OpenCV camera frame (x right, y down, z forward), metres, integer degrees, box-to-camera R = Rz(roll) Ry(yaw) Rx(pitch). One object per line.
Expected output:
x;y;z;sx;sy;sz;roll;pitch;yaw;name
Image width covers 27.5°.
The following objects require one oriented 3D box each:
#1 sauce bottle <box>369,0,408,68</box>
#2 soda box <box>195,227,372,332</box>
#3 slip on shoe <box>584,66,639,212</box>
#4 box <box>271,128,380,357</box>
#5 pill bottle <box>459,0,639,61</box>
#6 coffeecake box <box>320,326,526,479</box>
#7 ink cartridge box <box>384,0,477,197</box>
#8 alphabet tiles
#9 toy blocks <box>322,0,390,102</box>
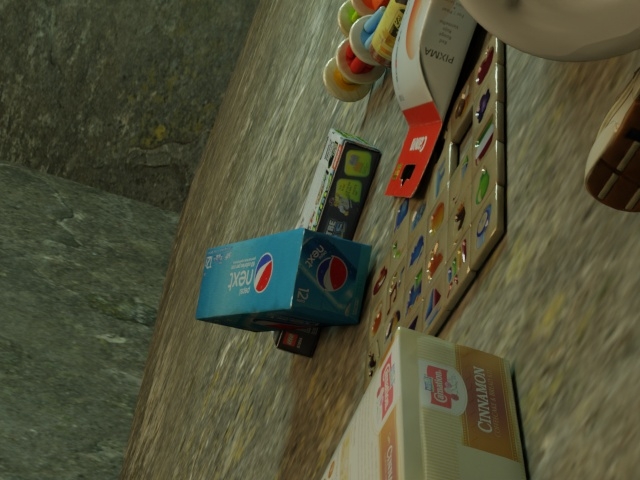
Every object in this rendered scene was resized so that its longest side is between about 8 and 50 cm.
0.081;-0.208;1.150;0.128;0.042;0.042;116;167;-49;sauce bottle
-0.038;0.039;1.159;0.210;0.067;0.071;-12;66;63;soda box
0.148;-0.058;0.525;0.135;0.051;0.041;112;180;-62;slip on shoe
0.000;0.000;1.258;0.114;0.036;0.207;-122;50;-77;box
0.119;-0.147;0.563;0.112;0.112;0.187;-69;-9;23;pill bottle
0.038;0.163;0.681;0.142;0.068;0.185;-87;17;-55;coffeecake box
0.073;-0.125;1.023;0.145;0.045;0.179;-153;84;-84;ink cartridge box
0.078;-0.002;0.921;0.237;0.009;0.198;117;166;-45;alphabet tiles
0.053;-0.217;1.286;0.148;0.054;0.123;134;151;-69;toy blocks
